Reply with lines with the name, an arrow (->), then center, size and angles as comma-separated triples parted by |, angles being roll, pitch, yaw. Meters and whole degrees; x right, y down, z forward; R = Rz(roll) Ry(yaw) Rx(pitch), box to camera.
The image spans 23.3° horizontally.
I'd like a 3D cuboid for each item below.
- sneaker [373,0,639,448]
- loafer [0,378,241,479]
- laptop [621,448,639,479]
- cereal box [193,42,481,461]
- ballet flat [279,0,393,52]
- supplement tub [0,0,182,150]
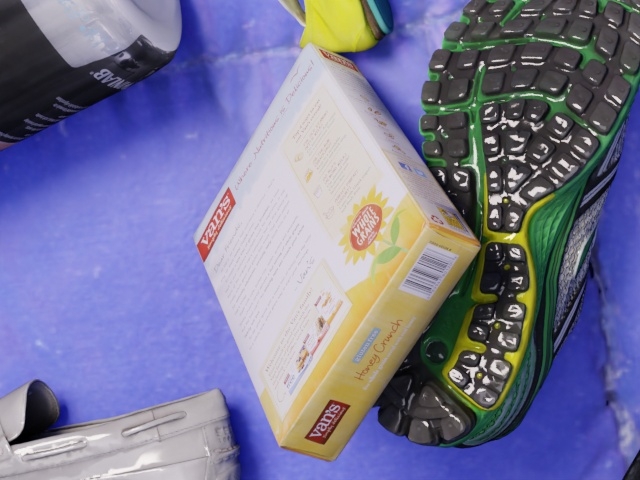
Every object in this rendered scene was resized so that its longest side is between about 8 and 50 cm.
sneaker -> 0.127, -0.027, 1.033 | 0.134, 0.146, 0.343 | 21, 86, 25
loafer -> -0.216, 0.156, 1.133 | 0.320, 0.112, 0.111 | -2, 91, 4
laptop -> 0.306, 0.362, 1.091 | 0.382, 0.236, 0.408 | 33, 130, 7
cereal box -> 0.000, 0.000, 0.999 | 0.047, 0.240, 0.173 | 20, 115, -29
ballet flat -> -0.018, -0.225, 1.028 | 0.077, 0.077, 0.231 | -10, 119, 17
supplement tub -> -0.283, -0.143, 1.054 | 0.338, 0.207, 0.207 | -24, 91, 13
